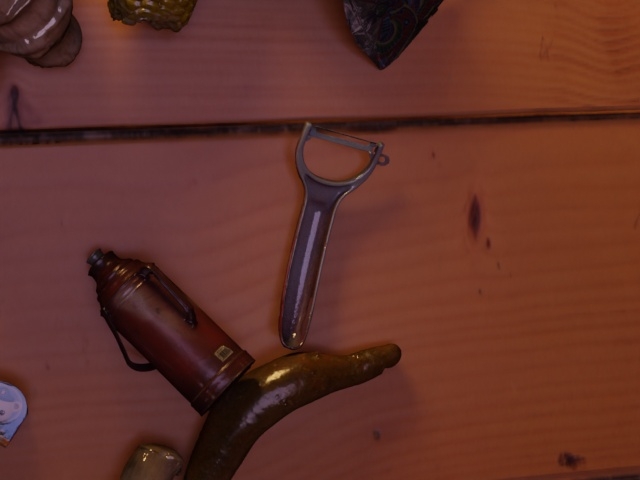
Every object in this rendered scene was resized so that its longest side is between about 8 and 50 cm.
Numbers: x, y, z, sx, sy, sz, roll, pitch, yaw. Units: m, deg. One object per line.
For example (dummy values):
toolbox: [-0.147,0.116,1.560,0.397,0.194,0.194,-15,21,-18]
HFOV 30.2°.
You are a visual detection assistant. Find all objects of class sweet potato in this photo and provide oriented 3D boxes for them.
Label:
sweet potato: [-0.057,0.204,1.484,0.346,0.079,0.108,-33,128,-8]

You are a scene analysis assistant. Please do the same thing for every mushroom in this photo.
mushroom: [-0.360,-0.298,1.335,0.254,0.195,0.189,-38,68,0]
mushroom: [-0.272,0.360,1.447,0.278,0.096,0.099,-43,132,-4]

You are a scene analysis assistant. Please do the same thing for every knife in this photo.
knife: [-0.001,0.000,1.484,0.123,0.053,0.277,14,93,-17]

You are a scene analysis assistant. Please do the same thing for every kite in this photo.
kite: [0.146,-0.342,1.476,0.285,0.015,0.152,-38,134,-9]

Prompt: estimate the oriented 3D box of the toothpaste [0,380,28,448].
toothpaste: [-0.440,0.167,1.415,0.193,0.044,0.070,33,87,-13]

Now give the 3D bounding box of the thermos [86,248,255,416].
thermos: [-0.189,0.094,1.417,0.232,0.124,0.099,45,48,4]

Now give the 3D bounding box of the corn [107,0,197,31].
corn: [-0.162,-0.411,1.376,0.131,0.131,0.344,13,94,-12]
